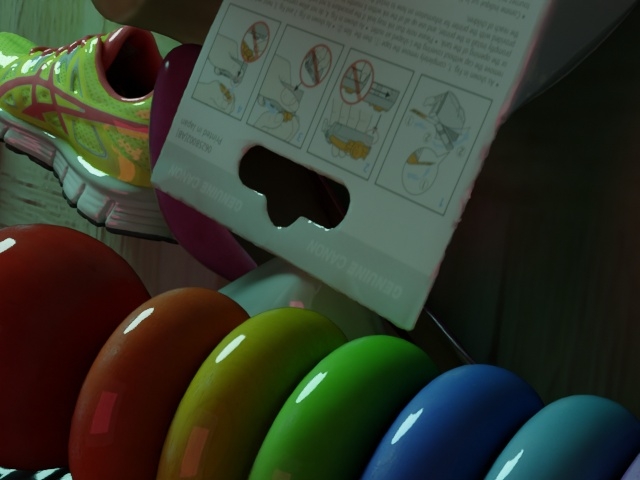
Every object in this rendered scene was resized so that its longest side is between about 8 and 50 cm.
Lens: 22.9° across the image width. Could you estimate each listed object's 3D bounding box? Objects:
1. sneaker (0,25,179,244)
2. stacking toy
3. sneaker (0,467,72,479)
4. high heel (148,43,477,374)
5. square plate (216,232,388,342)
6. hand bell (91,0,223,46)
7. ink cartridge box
[{"bbox_3d":[-0.120,-0.079,0.858,0.208,0.081,0.094,35,111,41],"label":"sneaker"},{"bbox_3d":[0.003,0.080,0.526,0.330,0.141,0.141,22,109,25],"label":"stacking toy"},{"bbox_3d":[-0.093,0.195,0.644,0.319,0.112,0.131,49,162,40],"label":"sneaker"},{"bbox_3d":[0.000,0.000,0.672,0.117,0.082,0.244,-47,57,53],"label":"high heel"},{"bbox_3d":[-0.038,0.206,0.700,0.344,0.049,0.347,-26,82,52],"label":"square plate"},{"bbox_3d":[-0.128,-0.136,0.719,0.126,0.242,0.126,1,91,53],"label":"hand bell"},{"bbox_3d":[0.039,-0.100,0.610,0.189,0.066,0.232,28,103,49],"label":"ink cartridge box"}]
